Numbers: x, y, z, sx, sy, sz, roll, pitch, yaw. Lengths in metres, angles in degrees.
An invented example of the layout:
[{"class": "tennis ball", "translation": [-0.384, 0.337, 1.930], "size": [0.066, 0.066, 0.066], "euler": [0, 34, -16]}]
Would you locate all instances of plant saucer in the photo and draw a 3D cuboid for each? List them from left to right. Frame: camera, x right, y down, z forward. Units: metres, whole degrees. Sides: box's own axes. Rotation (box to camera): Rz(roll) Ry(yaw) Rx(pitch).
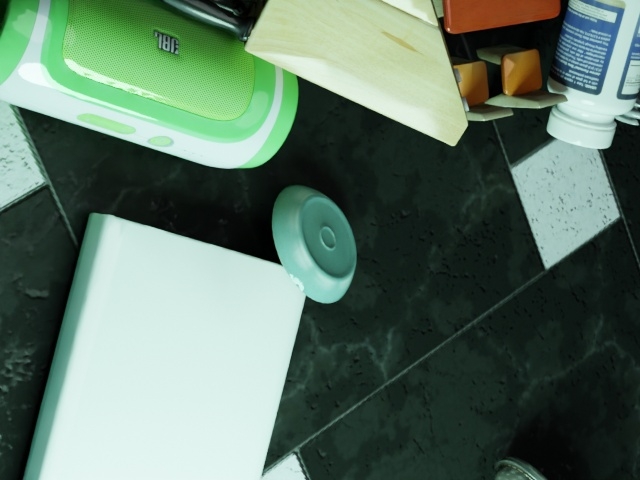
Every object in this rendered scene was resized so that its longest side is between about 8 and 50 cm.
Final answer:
[{"class": "plant saucer", "translation": [0.000, 0.000, 1.846], "size": [0.119, 0.021, 0.119], "euler": [31, 48, -42]}]

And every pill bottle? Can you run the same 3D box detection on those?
[{"class": "pill bottle", "translation": [0.286, -0.185, 1.981], "size": [0.094, 0.094, 0.169], "euler": [0, 112, -36]}]

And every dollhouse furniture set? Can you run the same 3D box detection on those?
[{"class": "dollhouse furniture set", "translation": [0.135, -0.243, 1.882], "size": [0.259, 0.135, 0.262], "euler": [-14, 103, -34]}]

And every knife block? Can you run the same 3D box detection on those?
[{"class": "knife block", "translation": [-0.018, -0.191, 1.705], "size": [0.242, 0.088, 0.275], "euler": [-16, 118, 7]}]

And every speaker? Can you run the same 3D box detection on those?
[{"class": "speaker", "translation": [-0.166, -0.152, 1.682], "size": [0.296, 0.131, 0.131], "euler": [17, 85, -36]}]

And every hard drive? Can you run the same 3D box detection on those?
[{"class": "hard drive", "translation": [-0.150, 0.173, 1.774], "size": [0.233, 0.047, 0.353], "euler": [17, 85, -36]}]

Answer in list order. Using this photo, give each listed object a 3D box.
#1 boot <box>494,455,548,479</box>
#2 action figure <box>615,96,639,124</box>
[{"class": "boot", "translation": [0.161, 0.377, 1.989], "size": [0.229, 0.091, 0.263], "euler": [-23, 110, -32]}, {"class": "action figure", "translation": [0.388, -0.199, 2.093], "size": [0.285, 0.099, 0.185], "euler": [25, 94, -30]}]
